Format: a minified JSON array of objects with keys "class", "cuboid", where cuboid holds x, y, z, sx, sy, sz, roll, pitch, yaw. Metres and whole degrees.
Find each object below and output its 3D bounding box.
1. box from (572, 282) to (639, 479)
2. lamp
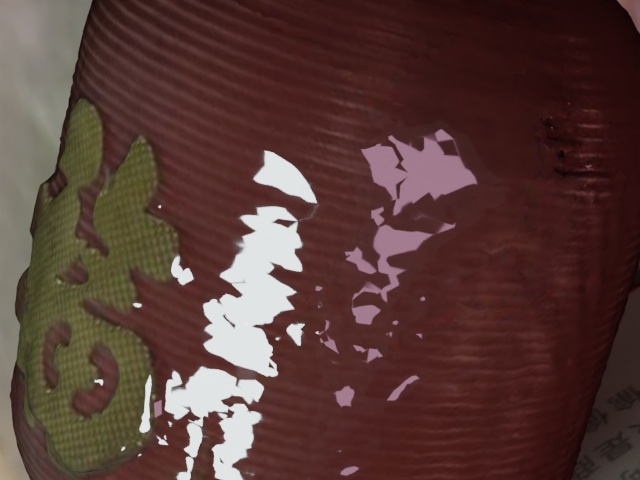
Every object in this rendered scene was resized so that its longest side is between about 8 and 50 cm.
[{"class":"box","cuboid":[0.247,0.159,0.595,0.314,0.312,0.300,-32,117,-5]},{"class":"lamp","cuboid":[0.000,0.000,0.526,0.180,0.180,0.258,6,108,-22]}]
